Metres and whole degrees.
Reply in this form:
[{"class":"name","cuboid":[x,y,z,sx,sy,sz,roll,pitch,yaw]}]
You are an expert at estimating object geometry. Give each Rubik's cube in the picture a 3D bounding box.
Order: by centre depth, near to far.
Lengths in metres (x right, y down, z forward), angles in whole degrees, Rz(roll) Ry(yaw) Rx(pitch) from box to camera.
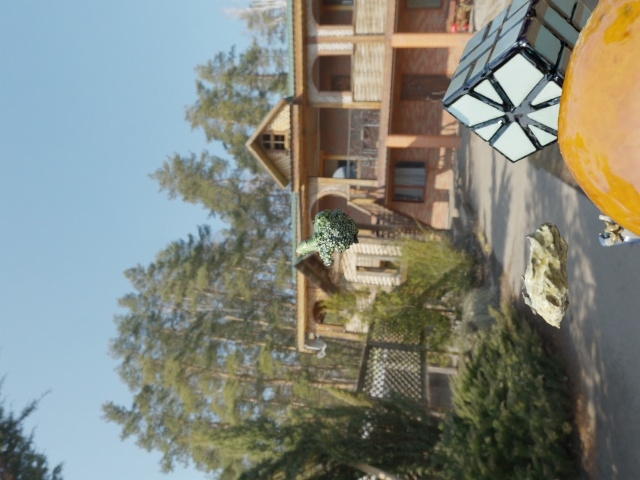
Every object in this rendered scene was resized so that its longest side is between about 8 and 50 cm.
[{"class":"Rubik's cube","cuboid":[0.531,-0.422,1.143,0.294,0.289,0.283,-30,29,59]}]

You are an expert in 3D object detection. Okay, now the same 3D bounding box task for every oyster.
[{"class":"oyster","cuboid":[0.472,0.068,0.919,0.072,0.133,0.208,12,86,59]}]

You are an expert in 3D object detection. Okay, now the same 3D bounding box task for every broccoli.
[{"class":"broccoli","cuboid":[0.001,-0.001,1.107,0.118,0.204,0.122,-27,-89,-39]}]

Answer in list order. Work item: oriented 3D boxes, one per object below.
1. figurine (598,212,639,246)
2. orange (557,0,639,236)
[{"class":"figurine","cuboid":[0.941,-0.115,1.385,0.158,0.161,0.275,-35,-56,-77]},{"class":"orange","cuboid":[0.498,-0.184,0.510,0.326,0.425,0.423,-70,-19,-55]}]
